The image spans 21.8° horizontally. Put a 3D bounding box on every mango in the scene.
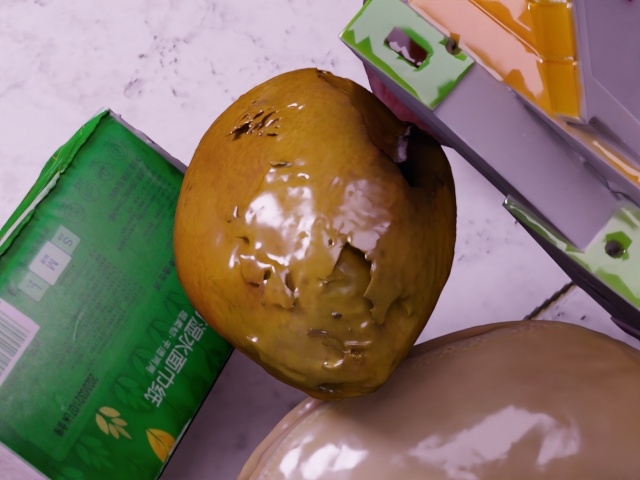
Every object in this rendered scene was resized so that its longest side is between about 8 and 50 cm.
[{"bbox_3d":[0.000,0.000,0.852,0.151,0.156,0.249,-26,24,0],"label":"mango"}]

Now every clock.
[{"bbox_3d":[0.181,-0.100,0.903,0.235,0.309,0.166,-49,16,-2],"label":"clock"}]

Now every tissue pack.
[{"bbox_3d":[-0.146,0.064,0.953,0.148,0.156,0.209,38,54,-13],"label":"tissue pack"}]

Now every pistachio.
[{"bbox_3d":[0.091,0.133,0.858,0.293,0.182,0.162,-11,12,-3],"label":"pistachio"}]

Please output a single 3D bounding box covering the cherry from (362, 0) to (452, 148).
[{"bbox_3d":[0.141,-0.160,1.071,0.266,0.183,0.213,-45,59,-11],"label":"cherry"}]
